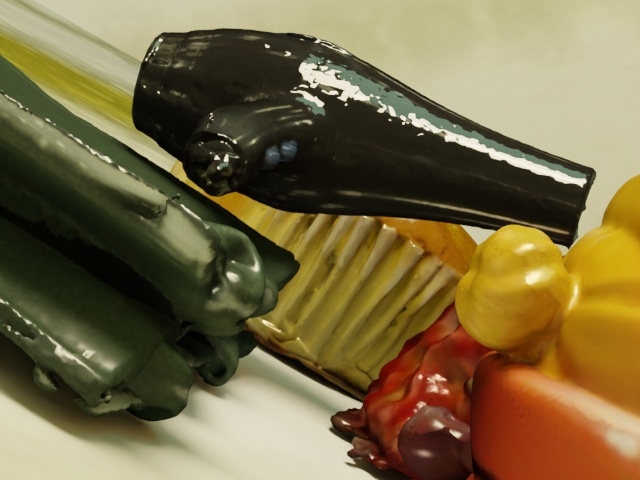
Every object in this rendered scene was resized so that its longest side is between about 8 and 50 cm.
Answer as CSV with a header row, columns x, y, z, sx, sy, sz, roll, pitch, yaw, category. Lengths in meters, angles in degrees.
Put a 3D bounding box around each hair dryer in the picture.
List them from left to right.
x,y,z,sx,sy,sz,roll,pitch,yaw,category
0.000,-0.029,0.699,0.195,0.075,0.219,17,12,10,hair dryer

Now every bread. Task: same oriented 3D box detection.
x,y,z,sx,sy,sz,roll,pitch,yaw,category
0.000,0.000,0.933,0.132,0.114,0.190,28,10,-41,bread

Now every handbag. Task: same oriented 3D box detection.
x,y,z,sx,sy,sz,roll,pitch,yaw,category
-0.130,-0.035,0.670,0.260,0.079,0.247,34,2,6,handbag

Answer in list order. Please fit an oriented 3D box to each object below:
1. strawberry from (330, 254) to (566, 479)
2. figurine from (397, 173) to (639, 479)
x,y,z,sx,sy,sz,roll,pitch,yaw,category
0.167,0.083,0.802,0.253,0.150,0.280,29,6,21,strawberry
0.176,0.090,0.541,0.323,0.196,0.320,41,14,32,figurine
